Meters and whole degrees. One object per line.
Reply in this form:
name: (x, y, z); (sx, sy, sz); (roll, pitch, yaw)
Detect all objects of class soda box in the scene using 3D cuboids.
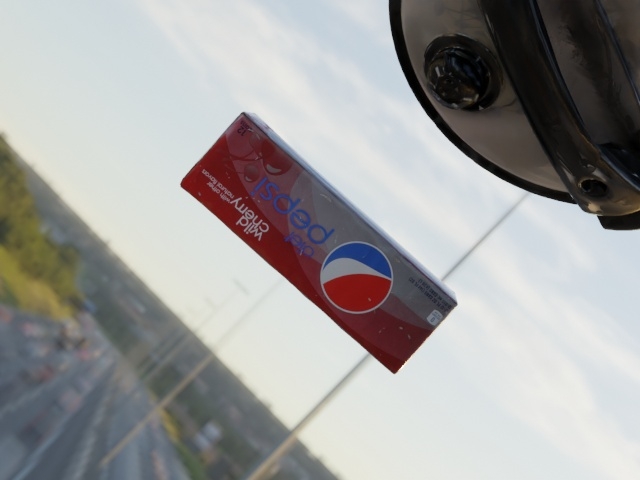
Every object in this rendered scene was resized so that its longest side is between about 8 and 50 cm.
soda box: (0.000, 0.000, 1.424); (0.263, 0.092, 0.083); (42, 7, -1)

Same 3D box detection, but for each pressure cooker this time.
pressure cooker: (0.266, -0.233, 1.409); (0.370, 0.420, 0.375); (31, -47, 9)
